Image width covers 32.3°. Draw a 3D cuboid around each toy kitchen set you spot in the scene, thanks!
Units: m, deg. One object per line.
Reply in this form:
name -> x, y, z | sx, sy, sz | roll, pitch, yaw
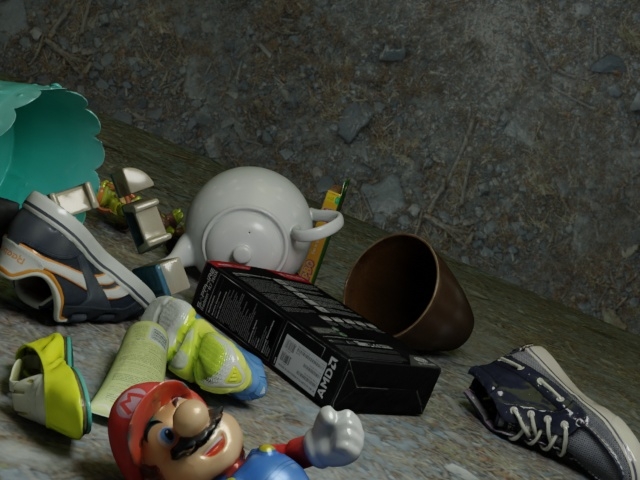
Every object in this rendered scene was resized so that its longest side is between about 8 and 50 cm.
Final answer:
toy kitchen set -> -0.327, 0.008, 1.700 | 0.166, 0.207, 0.122 | -22, 5, -27

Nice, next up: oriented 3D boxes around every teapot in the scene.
teapot -> -0.127, -0.006, 1.992 | 0.252, 0.256, 0.187 | 30, 16, -10

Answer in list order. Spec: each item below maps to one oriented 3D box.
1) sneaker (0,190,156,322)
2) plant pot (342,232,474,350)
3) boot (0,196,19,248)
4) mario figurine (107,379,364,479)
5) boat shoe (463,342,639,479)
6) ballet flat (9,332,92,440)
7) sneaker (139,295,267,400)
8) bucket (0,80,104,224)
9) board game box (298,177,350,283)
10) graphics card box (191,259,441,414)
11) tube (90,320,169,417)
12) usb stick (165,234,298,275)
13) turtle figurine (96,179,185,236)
sneaker -> -0.350, 0.055, 1.549 | 0.126, 0.127, 0.321 | 27, -14, 29
plant pot -> 0.197, 0.127, 2.149 | 0.230, 0.215, 0.215 | 32, 0, -45
boot -> -0.632, -0.050, 1.363 | 0.367, 0.146, 0.445 | 21, 9, 12
mario figurine -> -0.074, 0.226, 1.057 | 0.320, 0.170, 0.198 | 28, 13, 21
boat shoe -> 0.375, 0.311, 1.811 | 0.158, 0.127, 0.340 | -13, 36, -25
ballet flat -> -0.302, 0.162, 1.214 | 0.077, 0.077, 0.231 | -4, 15, -17
sneaker -> -0.158, 0.161, 1.524 | 0.126, 0.091, 0.240 | 38, -3, -40
bucket -> -0.489, -0.120, 1.713 | 0.183, 0.281, 0.281 | 18, 7, 24
board game box -> 0.000, 0.000, 2.147 | 0.039, 0.259, 0.124 | 22, 10, 3
graphics card box -> -0.012, 0.154, 1.789 | 0.233, 0.094, 0.371 | 12, 13, -47
tube -> -0.228, 0.170, 1.359 | 0.070, 0.062, 0.240 | -21, 17, 3
usb stick -> -0.170, 0.043, 2.176 | 0.278, 0.045, 0.077 | 16, 12, -29
turtle figurine -> -0.360, -0.053, 2.154 | 0.217, 0.087, 0.269 | 25, -2, -33
